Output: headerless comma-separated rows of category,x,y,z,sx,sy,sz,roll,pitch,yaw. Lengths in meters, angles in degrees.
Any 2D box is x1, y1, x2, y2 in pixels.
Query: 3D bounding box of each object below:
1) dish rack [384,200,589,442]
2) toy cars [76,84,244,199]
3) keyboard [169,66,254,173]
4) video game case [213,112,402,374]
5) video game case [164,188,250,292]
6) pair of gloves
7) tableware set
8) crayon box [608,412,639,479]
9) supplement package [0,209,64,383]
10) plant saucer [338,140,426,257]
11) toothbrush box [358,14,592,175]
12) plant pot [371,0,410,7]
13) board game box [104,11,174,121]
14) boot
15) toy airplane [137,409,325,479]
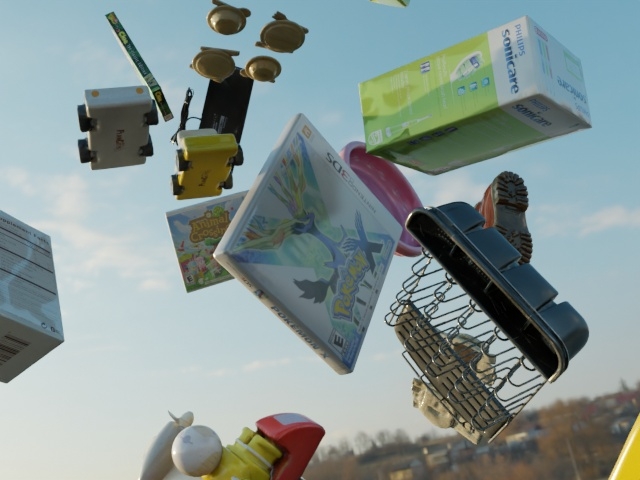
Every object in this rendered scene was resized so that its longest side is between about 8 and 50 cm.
dish rack,0.152,0.103,0.794,0.074,0.208,0.271,-24,-29,-30
toy cars,-0.233,-0.152,1.089,0.177,0.087,0.394,-20,-17,20
keyboard,-0.290,-0.312,1.947,0.202,0.317,0.033,21,16,16
video game case,0.000,0.000,1.207,0.036,0.329,0.300,-19,-55,41
video game case,-0.230,0.000,1.699,0.213,0.193,0.023,-17,16,-17
pair of gloves,0.295,0.311,1.655,0.204,0.240,0.042,18,23,35
tableware set,-0.106,-0.278,1.073,0.141,0.020,0.168,10,-30,-21
crayon box,0.276,0.300,0.356,0.106,0.363,0.313,-8,-59,-40
supplement package,-0.399,0.064,0.914,0.105,0.179,0.105,-36,-40,13
plant saucer,0.146,-0.092,1.852,0.084,0.332,0.332,-36,-30,28
toothbrush box,0.233,-0.205,1.129,0.283,0.122,0.206,-14,-15,38
plant pot,0.051,-0.544,1.270,0.207,0.228,0.227,11,5,18
board game box,-0.438,-0.420,1.796,0.030,0.259,0.136,-29,-19,-11
boot,0.224,-0.002,0.946,0.059,0.157,0.084,20,-32,-14
toy airplane,-0.202,0.448,1.296,0.386,0.384,0.272,-13,-64,17
